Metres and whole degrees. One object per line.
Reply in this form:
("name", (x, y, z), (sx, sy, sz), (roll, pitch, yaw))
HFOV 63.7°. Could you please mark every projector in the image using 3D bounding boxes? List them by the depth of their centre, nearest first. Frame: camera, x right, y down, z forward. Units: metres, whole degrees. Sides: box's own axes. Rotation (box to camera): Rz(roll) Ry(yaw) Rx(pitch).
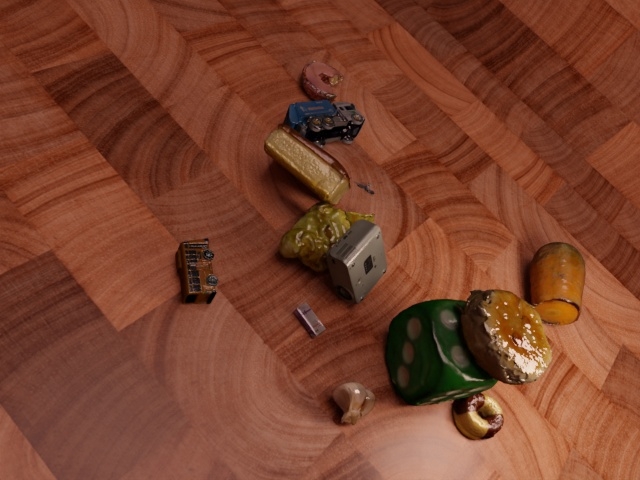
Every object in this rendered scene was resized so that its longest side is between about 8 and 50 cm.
("projector", (0.133, 0.080, 1.810), (0.108, 0.250, 0.198), (26, 59, 32))

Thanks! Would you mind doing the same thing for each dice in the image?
("dice", (0.407, 0.382, 1.738), (0.288, 0.297, 0.299), (6, 57, -27))

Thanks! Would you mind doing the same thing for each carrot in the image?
("carrot", (1.017, 0.176, 2.214), (0.224, 0.224, 0.340), (27, 51, -8))

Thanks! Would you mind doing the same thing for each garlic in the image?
("garlic", (0.104, 0.505, 1.630), (0.175, 0.124, 0.099), (31, 13, -45))

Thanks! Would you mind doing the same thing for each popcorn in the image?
("popcorn", (0.000, 0.000, 1.872), (0.225, 0.173, 0.286), (41, 49, -2))

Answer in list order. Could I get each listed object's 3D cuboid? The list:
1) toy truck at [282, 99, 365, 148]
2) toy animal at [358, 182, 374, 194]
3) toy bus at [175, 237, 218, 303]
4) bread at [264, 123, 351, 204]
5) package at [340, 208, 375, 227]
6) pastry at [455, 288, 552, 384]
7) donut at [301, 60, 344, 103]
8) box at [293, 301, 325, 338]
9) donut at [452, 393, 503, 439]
("toy truck", (0.008, -0.504, 2.224), (0.368, 0.146, 0.175), (-13, 62, -32))
("toy animal", (0.202, -0.232, 2.211), (0.084, 0.028, 0.050), (36, 59, -2))
("toy bus", (-0.402, 0.098, 1.660), (0.114, 0.098, 0.200), (0, 61, -26))
("bread", (-0.040, -0.282, 1.957), (0.333, 0.323, 0.143), (39, 93, 2))
("package", (0.150, -0.017, 2.006), (0.169, 0.090, 0.226), (4, 61, -20))
("pastry", (0.578, 0.302, 1.607), (0.330, 0.136, 0.329), (18, 52, -25))
("donut", (-0.001, -0.741, 2.413), (0.199, 0.085, 0.232), (27, 52, -8))
("box", (-0.038, 0.274, 1.758), (0.051, 0.036, 0.117), (-27, 75, -36))
("donut", (0.558, 0.609, 1.804), (0.184, 0.073, 0.166), (19, 50, -16))
